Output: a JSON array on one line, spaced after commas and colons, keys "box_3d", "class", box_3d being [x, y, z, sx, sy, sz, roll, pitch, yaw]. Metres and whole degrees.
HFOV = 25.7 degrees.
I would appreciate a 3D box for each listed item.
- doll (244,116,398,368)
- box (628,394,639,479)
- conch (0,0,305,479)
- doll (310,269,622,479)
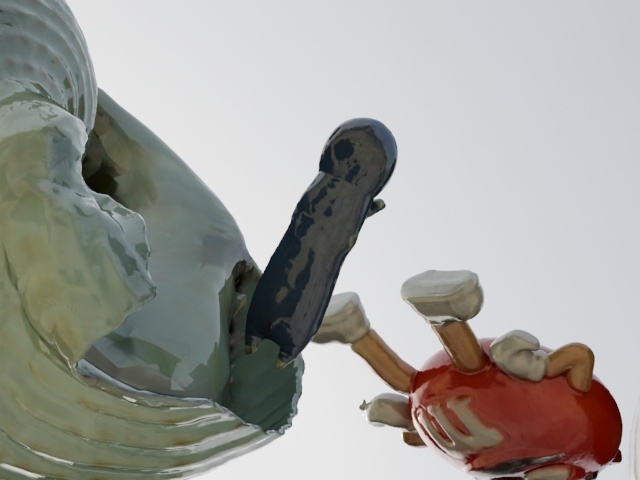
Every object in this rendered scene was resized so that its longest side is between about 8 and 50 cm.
[{"box_3d": [0.000, 0.000, 0.653, 0.037, 0.027, 0.125, 25, -95, 14], "class": "doll"}, {"box_3d": [0.355, 0.097, 0.858, 0.301, 0.301, 0.216, 24, -38, 15], "class": "box"}, {"box_3d": [-0.161, 0.010, 0.672, 0.215, 0.319, 0.303, -40, -50, 13], "class": "conch"}, {"box_3d": [0.099, 0.100, 0.871, 0.217, 0.085, 0.183, 40, -36, -28], "class": "doll"}]
